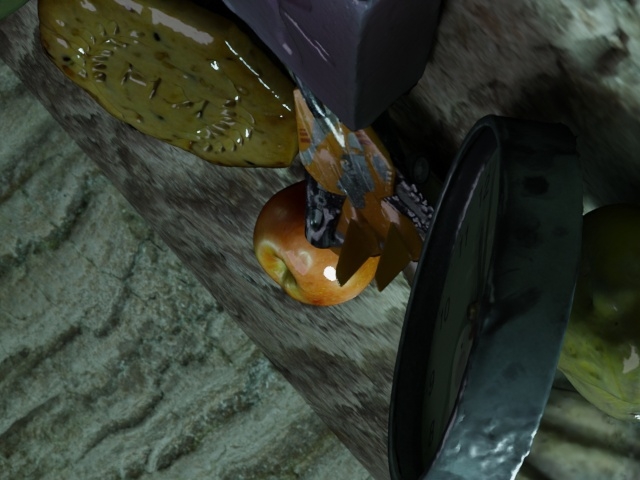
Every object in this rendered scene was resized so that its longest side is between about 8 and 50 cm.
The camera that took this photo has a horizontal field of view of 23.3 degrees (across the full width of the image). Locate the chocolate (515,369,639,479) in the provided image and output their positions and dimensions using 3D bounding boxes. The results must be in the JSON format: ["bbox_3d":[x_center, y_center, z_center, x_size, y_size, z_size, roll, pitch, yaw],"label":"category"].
[{"bbox_3d":[0.194,0.174,1.432,0.303,0.303,0.213,-159,56,-66],"label":"chocolate"}]

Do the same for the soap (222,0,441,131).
[{"bbox_3d":[-0.031,-0.256,1.251,0.296,0.107,0.285,47,171,13],"label":"soap"}]

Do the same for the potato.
[{"bbox_3d":[0.237,0.053,1.194,0.154,0.137,0.200,37,168,11],"label":"potato"}]

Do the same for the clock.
[{"bbox_3d":[0.123,0.055,1.217,0.066,0.319,0.319,14,170,-5],"label":"clock"}]

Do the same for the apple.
[{"bbox_3d":[0.000,0.000,1.895,0.163,0.139,0.163,40,153,25],"label":"apple"}]

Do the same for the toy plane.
[{"bbox_3d":[0.027,-0.107,1.479,0.204,0.103,0.316,6,123,41],"label":"toy plane"}]

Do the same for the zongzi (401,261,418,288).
[{"bbox_3d":[0.119,0.025,1.688,0.160,0.078,0.176,54,172,-3],"label":"zongzi"}]

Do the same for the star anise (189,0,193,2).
[{"bbox_3d":[-0.215,-0.280,1.857,0.220,0.099,0.214,38,174,41],"label":"star anise"}]

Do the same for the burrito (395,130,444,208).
[{"bbox_3d":[0.114,-0.040,1.551,0.058,0.063,0.229,-6,-129,-53],"label":"burrito"}]

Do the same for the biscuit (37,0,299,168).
[{"bbox_3d":[-0.176,-0.189,1.818,0.359,0.046,0.359,23,159,9],"label":"biscuit"}]

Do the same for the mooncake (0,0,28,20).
[{"bbox_3d":[-0.397,-0.367,1.677,0.187,0.351,0.351,49,169,9],"label":"mooncake"}]
